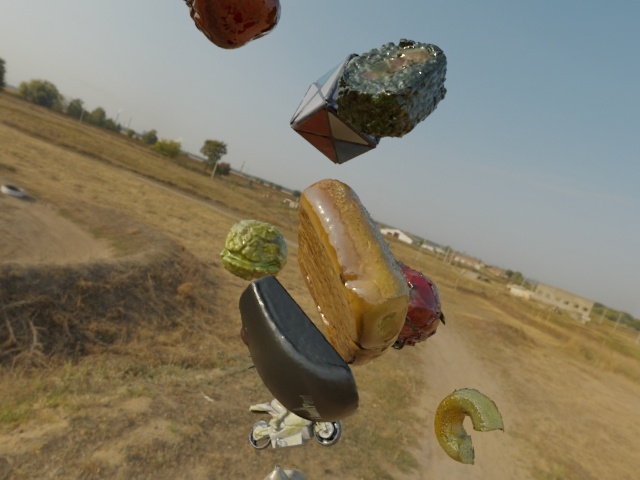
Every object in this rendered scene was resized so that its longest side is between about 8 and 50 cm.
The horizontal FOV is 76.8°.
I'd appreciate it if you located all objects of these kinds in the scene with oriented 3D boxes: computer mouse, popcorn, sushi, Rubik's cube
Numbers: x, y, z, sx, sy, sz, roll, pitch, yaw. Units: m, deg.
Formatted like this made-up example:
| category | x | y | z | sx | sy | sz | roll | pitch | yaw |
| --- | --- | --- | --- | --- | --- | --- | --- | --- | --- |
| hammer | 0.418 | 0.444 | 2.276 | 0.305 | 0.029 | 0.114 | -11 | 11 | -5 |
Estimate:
| category | x | y | z | sx | sy | sz | roll | pitch | yaw |
| --- | --- | --- | --- | --- | --- | --- | --- | --- | --- |
| computer mouse | -0.056 | 0.197 | 0.674 | 0.100 | 0.170 | 0.269 | -26 | 59 | -33 |
| popcorn | -0.268 | 0.046 | 1.682 | 0.283 | 0.281 | 0.247 | 20 | -17 | -13 |
| sushi | 0.217 | -0.488 | 1.288 | 0.294 | 0.352 | 0.178 | 31 | -30 | 30 |
| Rubik's cube | 0.100 | -0.559 | 1.749 | 0.307 | 0.309 | 0.305 | 35 | -23 | -24 |

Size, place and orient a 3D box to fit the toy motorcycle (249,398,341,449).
| category | x | y | z | sx | sy | sz | roll | pitch | yaw |
| --- | --- | --- | --- | --- | --- | --- | --- | --- | --- |
| toy motorcycle | -0.093 | 0.598 | 1.387 | 0.341 | 0.222 | 0.107 | -15 | -37 | 17 |

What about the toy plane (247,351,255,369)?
| category | x | y | z | sx | sy | sz | roll | pitch | yaw |
| --- | --- | --- | --- | --- | --- | --- | --- | --- | --- |
| toy plane | -0.199 | 0.385 | 1.279 | 0.024 | 0.078 | 0.084 | -17 | -69 | 46 |

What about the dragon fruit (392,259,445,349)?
| category | x | y | z | sx | sy | sz | roll | pitch | yaw |
| --- | --- | --- | --- | --- | --- | --- | --- | --- | --- |
| dragon fruit | 0.252 | 0.194 | 1.260 | 0.298 | 0.245 | 0.244 | 65 | -9 | -16 |

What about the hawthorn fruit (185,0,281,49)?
| category | x | y | z | sx | sy | sz | roll | pitch | yaw |
| --- | --- | --- | --- | --- | --- | --- | --- | --- | --- |
| hawthorn fruit | -0.228 | -0.658 | 1.068 | 0.300 | 0.274 | 0.275 | -8 | 6 | 0 |

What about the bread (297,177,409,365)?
| category | x | y | z | sx | sy | sz | roll | pitch | yaw |
| --- | --- | --- | --- | --- | --- | --- | --- | --- | --- |
| bread | 0.066 | 0.063 | 0.817 | 0.148 | 0.327 | 0.336 | -17 | 59 | -15 |

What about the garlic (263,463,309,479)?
| category | x | y | z | sx | sy | sz | roll | pitch | yaw |
| --- | --- | --- | --- | --- | --- | --- | --- | --- | --- |
| garlic | -0.127 | 0.768 | 1.113 | 0.132 | 0.324 | 0.279 | 36 | 12 | 34 |

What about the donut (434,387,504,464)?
| category | x | y | z | sx | sy | sz | roll | pitch | yaw |
| --- | --- | --- | --- | --- | --- | --- | --- | --- | --- |
| donut | 0.344 | 0.445 | 0.984 | 0.078 | 0.181 | 0.146 | 6 | 30 | -37 |
